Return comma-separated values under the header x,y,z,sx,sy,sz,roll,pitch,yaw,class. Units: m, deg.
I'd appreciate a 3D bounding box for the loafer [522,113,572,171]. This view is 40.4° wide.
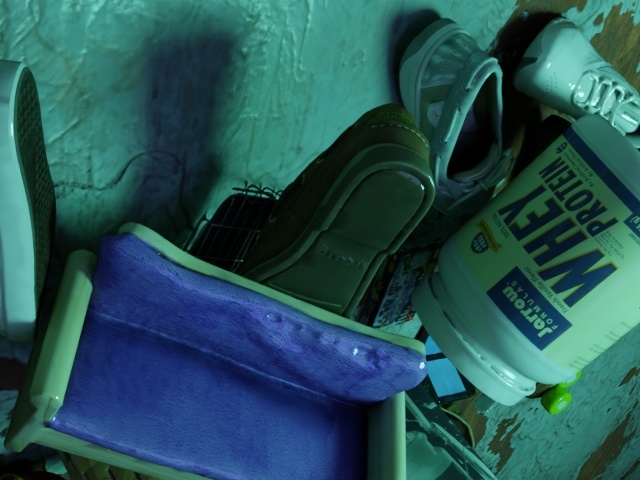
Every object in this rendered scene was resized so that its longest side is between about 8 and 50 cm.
x,y,z,sx,sy,sz,roll,pitch,yaw,class
0.329,-0.088,1.265,0.078,0.076,0.223,-43,150,-22,loafer

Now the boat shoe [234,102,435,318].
x,y,z,sx,sy,sz,roll,pitch,yaw,class
0.000,0.000,0.832,0.110,0.105,0.307,27,128,-27,boat shoe

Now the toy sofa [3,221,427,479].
x,y,z,sx,sy,sz,roll,pitch,yaw,class
-0.079,0.142,0.794,0.362,0.150,0.177,25,137,-23,toy sofa

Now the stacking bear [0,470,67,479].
x,y,z,sx,sy,sz,roll,pitch,yaw,class
-0.359,0.345,0.864,0.289,0.175,0.164,-40,119,-33,stacking bear

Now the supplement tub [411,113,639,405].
x,y,z,sx,sy,sz,roll,pitch,yaw,class
0.298,0.030,1.091,0.325,0.235,0.235,-45,148,18,supplement tub

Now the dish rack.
x,y,z,sx,sy,sz,roll,pitch,yaw,class
-0.059,0.028,0.959,0.271,0.074,0.208,7,117,-48,dish rack

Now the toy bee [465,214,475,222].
x,y,z,sx,sy,sz,roll,pitch,yaw,class
0.315,0.075,1.321,0.195,0.162,0.298,-46,141,13,toy bee

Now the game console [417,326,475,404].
x,y,z,sx,sy,sz,roll,pitch,yaw,class
0.213,0.190,1.407,0.144,0.124,0.085,0,150,-47,game console

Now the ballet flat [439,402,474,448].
x,y,z,sx,sy,sz,roll,pitch,yaw,class
0.172,0.312,1.441,0.116,0.124,0.342,-51,146,4,ballet flat

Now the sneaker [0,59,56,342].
x,y,z,sx,sy,sz,roll,pitch,yaw,class
-0.274,-0.025,0.671,0.123,0.106,0.290,3,138,-8,sneaker

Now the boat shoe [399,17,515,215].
x,y,z,sx,sy,sz,roll,pitch,yaw,class
0.171,-0.119,1.033,0.118,0.103,0.320,-38,147,-14,boat shoe

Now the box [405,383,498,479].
x,y,z,sx,sy,sz,roll,pitch,yaw,class
0.029,0.483,1.085,0.479,0.472,0.298,-13,132,-28,box

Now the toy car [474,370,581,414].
x,y,z,sx,sy,sz,roll,pitch,yaw,class
0.328,0.236,1.528,0.188,0.155,0.149,-19,137,-22,toy car

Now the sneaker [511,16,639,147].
x,y,z,sx,sy,sz,roll,pitch,yaw,class
0.357,-0.200,1.140,0.297,0.129,0.111,10,118,-50,sneaker

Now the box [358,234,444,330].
x,y,z,sx,sy,sz,roll,pitch,yaw,class
0.113,0.061,1.216,0.093,0.027,0.137,-13,132,-42,box

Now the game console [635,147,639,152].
x,y,z,sx,sy,sz,roll,pitch,yaw,class
0.512,-0.170,1.446,0.122,0.071,0.107,-27,171,-27,game console

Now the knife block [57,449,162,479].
x,y,z,sx,sy,sz,roll,pitch,yaw,class
-0.136,0.221,1.017,0.275,0.088,0.242,-30,163,-9,knife block
